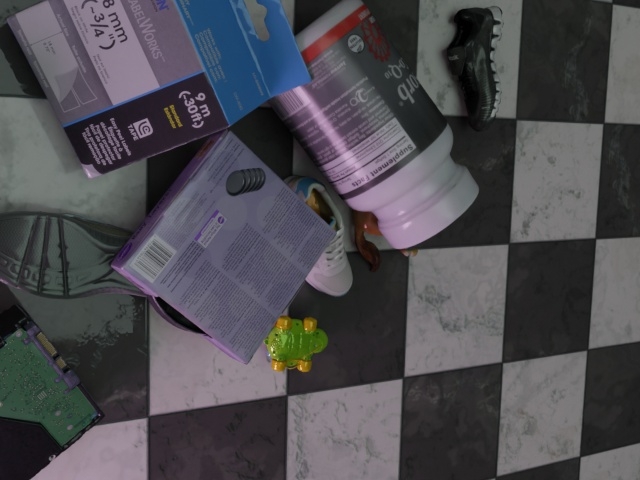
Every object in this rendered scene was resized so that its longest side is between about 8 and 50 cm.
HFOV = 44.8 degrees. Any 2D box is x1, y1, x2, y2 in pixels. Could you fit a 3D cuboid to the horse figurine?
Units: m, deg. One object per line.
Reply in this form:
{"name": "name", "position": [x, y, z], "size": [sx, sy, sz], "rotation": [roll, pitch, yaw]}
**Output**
{"name": "horse figurine", "position": [0.118, -0.075, 1.385], "size": [0.174, 0.066, 0.263], "rotation": [21, 86, -31]}

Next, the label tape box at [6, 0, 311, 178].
{"name": "label tape box", "position": [-0.212, -0.258, 1.058], "size": [0.333, 0.106, 0.241], "rotation": [-19, 110, 12]}

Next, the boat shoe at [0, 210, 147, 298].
{"name": "boat shoe", "position": [-0.338, 0.023, 1.134], "size": [0.320, 0.103, 0.118], "rotation": [6, 92, -26]}

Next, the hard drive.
{"name": "hard drive", "position": [-0.486, 0.272, 1.048], "size": [0.339, 0.064, 0.237], "rotation": [-40, 137, -21]}

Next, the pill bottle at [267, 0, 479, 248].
{"name": "pill bottle", "position": [0.078, -0.178, 1.229], "size": [0.210, 0.210, 0.363], "rotation": [-42, 102, -18]}

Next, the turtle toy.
{"name": "turtle toy", "position": [-0.041, 0.173, 1.331], "size": [0.130, 0.066, 0.095], "rotation": [6, 94, -30]}

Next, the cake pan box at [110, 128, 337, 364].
{"name": "cake pan box", "position": [-0.136, 0.015, 1.146], "size": [0.245, 0.070, 0.267], "rotation": [41, 74, -25]}

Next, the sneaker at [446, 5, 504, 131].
{"name": "sneaker", "position": [0.276, -0.320, 1.435], "size": [0.106, 0.078, 0.234], "rotation": [1, 93, -26]}

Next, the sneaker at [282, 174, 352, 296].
{"name": "sneaker", "position": [0.000, 0.000, 1.315], "size": [0.087, 0.092, 0.229], "rotation": [-33, 113, -23]}
